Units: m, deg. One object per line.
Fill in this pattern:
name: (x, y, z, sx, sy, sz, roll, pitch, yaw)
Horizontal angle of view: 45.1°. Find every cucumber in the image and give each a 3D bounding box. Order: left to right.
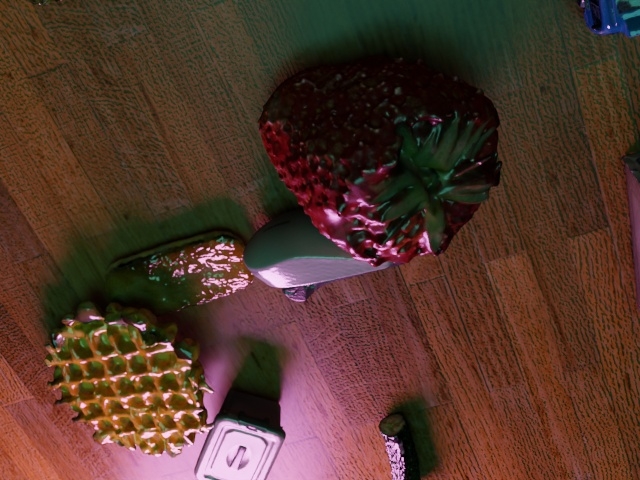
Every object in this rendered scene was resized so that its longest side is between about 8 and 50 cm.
cucumber: (0.144, 0.386, 1.354, 0.058, 0.058, 0.187, -8, 118, 8)

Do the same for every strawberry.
strawberry: (0.077, -0.112, 0.984, 0.261, 0.257, 0.261, -17, 127, -24)

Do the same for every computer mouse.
computer mouse: (0.000, 0.000, 1.091, 0.230, 0.128, 0.079, -12, 125, 9)

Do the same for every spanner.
spanner: (0.039, 0.052, 1.185, 0.208, 0.012, 0.046, -17, 119, 12)

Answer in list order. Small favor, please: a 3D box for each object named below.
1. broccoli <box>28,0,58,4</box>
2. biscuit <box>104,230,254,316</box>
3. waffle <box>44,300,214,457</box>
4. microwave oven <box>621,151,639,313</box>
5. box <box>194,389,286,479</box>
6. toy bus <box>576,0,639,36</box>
broccoli: (-0.375, -0.416, 0.765, 0.321, 0.310, 0.413, -41, 132, 11)
biscuit: (-0.218, 0.054, 1.192, 0.247, 0.029, 0.118, -17, 125, 12)
waffle: (-0.306, 0.225, 1.256, 0.329, 0.062, 0.329, 7, 121, 13)
microwave oven: (0.560, 0.077, 0.947, 0.247, 0.394, 0.333, -11, 120, 10)
box: (-0.135, 0.339, 1.318, 0.124, 0.093, 0.172, 19, 120, -9)
toy bus: (0.340, -0.353, 0.857, 0.113, 0.134, 0.246, -14, 118, 11)
